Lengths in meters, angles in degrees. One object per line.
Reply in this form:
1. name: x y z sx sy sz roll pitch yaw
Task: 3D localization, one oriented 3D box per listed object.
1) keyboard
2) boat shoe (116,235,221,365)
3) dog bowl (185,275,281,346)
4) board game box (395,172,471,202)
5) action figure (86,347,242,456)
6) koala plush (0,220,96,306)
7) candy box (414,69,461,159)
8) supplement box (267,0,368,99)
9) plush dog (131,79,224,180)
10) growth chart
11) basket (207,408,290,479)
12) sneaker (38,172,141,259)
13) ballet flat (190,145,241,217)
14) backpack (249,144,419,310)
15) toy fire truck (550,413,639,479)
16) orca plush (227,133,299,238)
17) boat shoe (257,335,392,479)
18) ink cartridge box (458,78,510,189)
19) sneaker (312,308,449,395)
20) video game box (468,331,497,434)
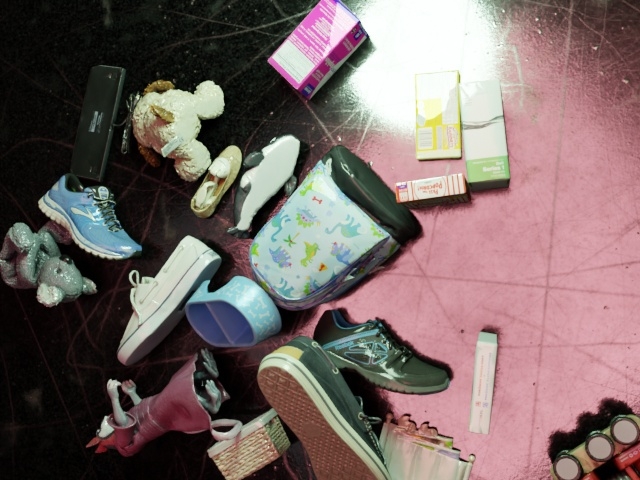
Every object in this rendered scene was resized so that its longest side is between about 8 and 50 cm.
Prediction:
1. keyboard: -0.575 -0.314 1.826 0.202 0.033 0.317 13 92 26
2. boat shoe: -0.424 0.138 1.716 0.156 0.136 0.367 39 95 14
3. dog bowl: -0.218 0.178 1.599 0.297 0.074 0.166 -10 114 49
4. board game box: 0.255 -0.107 1.501 0.147 0.193 0.045 -7 86 16
5. action figure: -0.397 0.435 1.659 0.370 0.248 0.275 -35 85 4
6. koala plush: -0.713 0.086 1.783 0.221 0.196 0.203 36 109 14
7. candy box: 0.277 -0.295 1.588 0.105 0.027 0.205 -1 88 13
8. supplement box: -0.004 -0.468 1.631 0.220 0.111 0.114 -45 78 11
9. plush dog: -0.398 -0.298 1.715 0.225 0.211 0.262 11 89 43
10. growth chart: 0.239 0.516 1.570 0.237 0.021 0.172 22 93 16
11. basket: -0.170 0.504 1.642 0.167 0.113 0.103 -32 84 12
12. sneaker: -0.595 -0.065 1.776 0.330 0.130 0.147 36 100 14
13. ballet flat: -0.267 -0.150 1.716 0.073 0.067 0.206 27 95 16
14. backpack: 0.000 0.000 1.561 0.355 0.273 0.290 -43 85 24
15. toy fire truck: 0.639 0.514 1.407 0.217 0.158 0.246 -38 68 11
16. orca plush: -0.150 -0.143 1.693 0.151 0.102 0.287 11 105 -28
17. boat shoe: 0.042 0.428 1.524 0.187 0.156 0.500 -22 107 36
18. ink cartridge box: 0.364 -0.230 1.492 0.093 0.160 0.219 -5 87 14
19. sneaker: 0.137 0.260 1.556 0.341 0.125 0.139 15 90 15
20. video game box: 0.352 0.301 1.451 0.048 0.205 0.187 8 91 15
